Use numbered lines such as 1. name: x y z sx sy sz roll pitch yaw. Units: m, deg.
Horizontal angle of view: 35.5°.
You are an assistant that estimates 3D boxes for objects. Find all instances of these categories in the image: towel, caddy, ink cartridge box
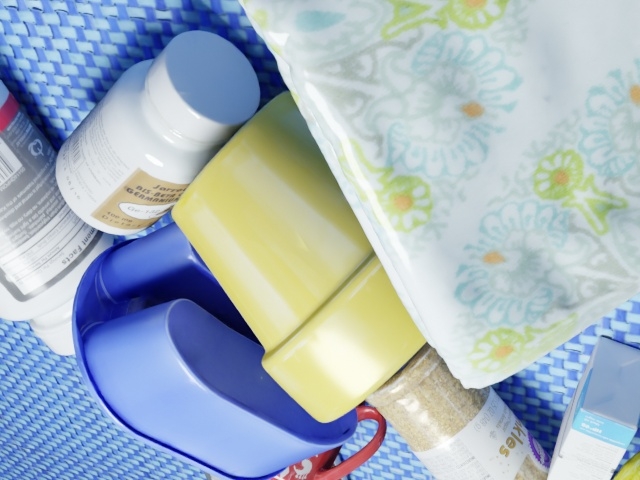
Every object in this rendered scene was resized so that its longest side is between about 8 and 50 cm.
1. towel: 0.162 -0.102 0.710 0.321 0.090 0.374 -32 120 -4
2. caddy: -0.109 0.123 1.101 0.179 0.241 0.341 -26 132 38
3. ink cartridge box: 0.294 0.203 1.076 0.060 0.104 0.180 19 138 12

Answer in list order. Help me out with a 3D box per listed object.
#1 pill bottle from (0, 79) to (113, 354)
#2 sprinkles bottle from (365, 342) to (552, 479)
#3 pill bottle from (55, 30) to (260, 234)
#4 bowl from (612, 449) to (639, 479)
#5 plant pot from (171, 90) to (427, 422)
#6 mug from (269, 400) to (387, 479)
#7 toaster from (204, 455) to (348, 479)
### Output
1. pill bottle: -0.354 -0.019 1.165 0.176 0.176 0.318 -9 127 36
2. sprinkles bottle: 0.202 0.264 1.137 0.355 0.121 0.121 49 137 -8
3. pill bottle: -0.162 -0.106 1.001 0.131 0.131 0.229 41 138 -14
4. bowl: 0.401 0.308 1.060 0.289 0.289 0.156 43 180 -16
5. plant pot: 0.000 0.000 0.938 0.239 0.254 0.254 43 139 -2
6. mug: -0.012 0.246 1.246 0.150 0.169 0.113 -20 119 42
7. toaster: -0.055 0.336 1.396 0.147 0.129 0.227 1 131 26
